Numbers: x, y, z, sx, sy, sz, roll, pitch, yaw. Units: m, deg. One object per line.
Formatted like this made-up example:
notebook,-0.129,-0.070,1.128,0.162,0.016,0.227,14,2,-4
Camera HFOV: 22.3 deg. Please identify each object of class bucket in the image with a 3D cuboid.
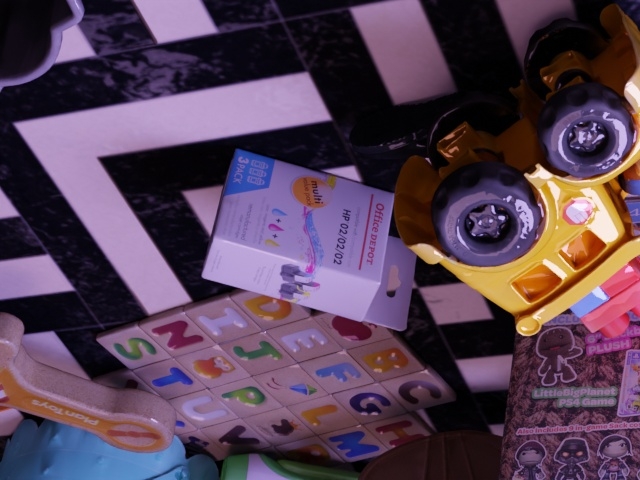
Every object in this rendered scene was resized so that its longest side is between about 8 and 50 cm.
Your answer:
bucket,-0.245,0.333,1.764,0.281,0.183,0.281,8,141,7

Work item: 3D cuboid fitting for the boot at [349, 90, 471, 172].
boot,0.096,-0.067,1.322,0.121,0.045,0.099,-14,134,22

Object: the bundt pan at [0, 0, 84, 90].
bundt pan,-0.311,-0.249,1.142,0.331,0.124,0.331,7,140,6

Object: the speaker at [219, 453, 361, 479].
speaker,0.037,0.303,1.702,0.296,0.131,0.131,10,141,-4

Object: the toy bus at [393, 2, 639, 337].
toy bus,0.197,-0.032,1.211,0.220,0.149,0.211,-39,111,22

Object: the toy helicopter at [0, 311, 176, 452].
toy helicopter,-0.317,0.147,1.609,0.355,0.140,0.235,21,142,-15

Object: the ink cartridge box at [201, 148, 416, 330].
ink cartridge box,0.000,0.000,1.377,0.181,0.104,0.061,16,141,-6

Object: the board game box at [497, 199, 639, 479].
board game box,0.252,0.149,1.345,0.141,0.291,0.232,-4,137,20

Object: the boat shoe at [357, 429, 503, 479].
boat shoe,0.206,0.250,1.554,0.342,0.123,0.123,-10,150,16

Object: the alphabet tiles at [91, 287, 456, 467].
alphabet tiles,-0.052,0.150,1.641,0.342,0.011,0.285,-18,132,31
